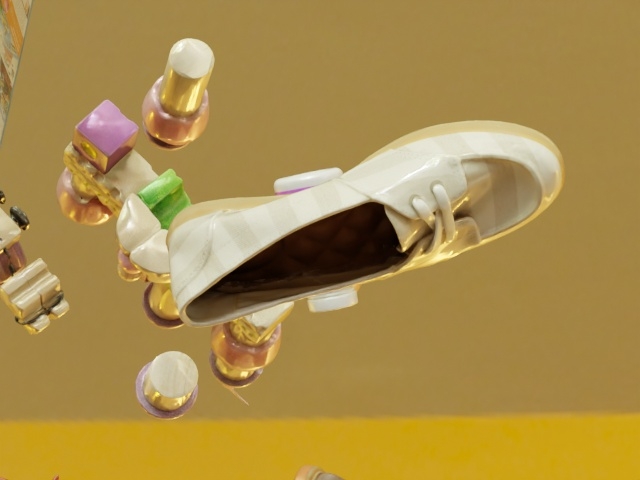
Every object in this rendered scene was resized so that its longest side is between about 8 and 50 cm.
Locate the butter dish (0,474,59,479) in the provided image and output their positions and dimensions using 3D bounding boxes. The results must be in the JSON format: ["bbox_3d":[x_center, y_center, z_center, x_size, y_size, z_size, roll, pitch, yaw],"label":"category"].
[{"bbox_3d":[-0.316,0.262,1.352,0.118,0.160,0.160,36,-58,-5],"label":"butter dish"}]

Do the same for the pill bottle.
[{"bbox_3d":[0.000,0.000,0.966,0.043,0.043,0.083,-10,-86,13],"label":"pill bottle"}]

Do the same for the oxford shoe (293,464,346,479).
[{"bbox_3d":[0.045,0.306,1.612,0.132,0.363,0.130,8,-100,16],"label":"oxford shoe"}]

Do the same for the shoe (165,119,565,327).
[{"bbox_3d":[0.022,-0.002,0.826,0.219,0.058,0.076,-15,-54,15],"label":"shoe"}]

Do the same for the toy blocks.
[{"bbox_3d":[-0.156,0.029,1.487,0.288,0.309,0.260,47,-24,6],"label":"toy blocks"}]

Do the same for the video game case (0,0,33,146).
[{"bbox_3d":[-0.167,-0.134,0.795,0.015,0.166,0.119,1,-37,3],"label":"video game case"}]
